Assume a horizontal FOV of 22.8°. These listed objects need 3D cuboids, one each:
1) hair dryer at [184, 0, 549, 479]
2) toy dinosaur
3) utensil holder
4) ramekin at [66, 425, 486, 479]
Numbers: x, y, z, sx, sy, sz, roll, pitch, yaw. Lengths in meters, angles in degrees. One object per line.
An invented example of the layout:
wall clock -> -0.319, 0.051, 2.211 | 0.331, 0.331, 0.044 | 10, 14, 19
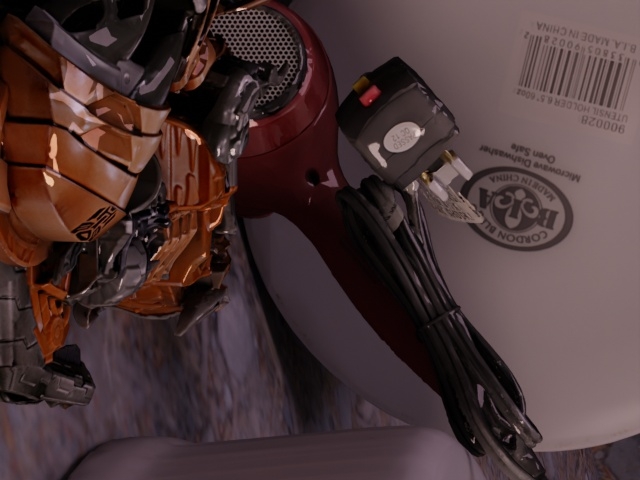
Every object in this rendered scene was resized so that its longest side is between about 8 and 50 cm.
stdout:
hair dryer -> 0.000, 0.000, 0.689 | 0.293, 0.080, 0.224 | 45, -21, 61
toy dinosaur -> -0.078, -0.063, 0.462 | 0.322, 0.164, 0.218 | 120, -22, -78
utensil holder -> 0.138, -0.085, 0.981 | 0.385, 0.327, 0.328 | -59, 136, -67
ramekin -> 0.007, 0.200, 0.583 | 0.277, 0.135, 0.277 | -11, 90, -76
